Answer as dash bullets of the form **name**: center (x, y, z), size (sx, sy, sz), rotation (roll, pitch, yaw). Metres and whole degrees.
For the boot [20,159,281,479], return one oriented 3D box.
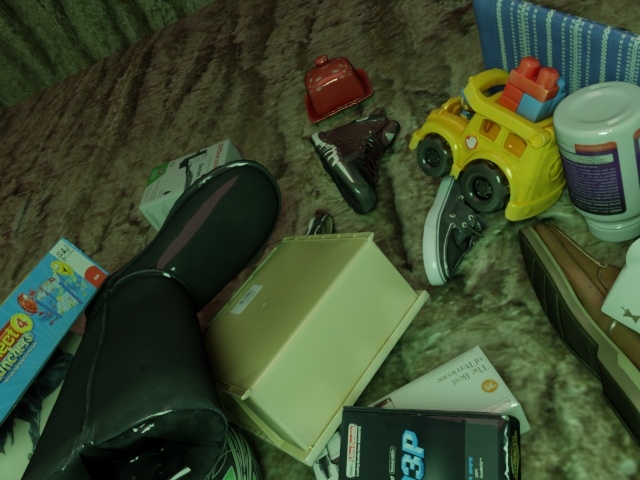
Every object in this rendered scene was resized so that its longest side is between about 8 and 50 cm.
- **boot**: center (-0.165, 0.089, 0.725), size (0.367, 0.146, 0.445), rotation (-46, 19, 5)

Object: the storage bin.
- **storage bin**: center (-0.041, 0.124, 0.825), size (0.262, 0.123, 0.260), rotation (-51, 24, -23)

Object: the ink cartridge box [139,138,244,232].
- **ink cartridge box**: center (-0.274, -0.120, 1.337), size (0.208, 0.087, 0.153), rotation (-19, 39, 15)

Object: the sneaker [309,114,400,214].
- **sneaker**: center (0.087, -0.165, 1.127), size (0.163, 0.106, 0.281), rotation (-28, 36, 0)

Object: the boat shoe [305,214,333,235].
- **boat shoe**: center (0.000, 0.000, 1.048), size (0.038, 0.046, 0.125), rotation (-20, 30, 22)

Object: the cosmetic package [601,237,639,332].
- **cosmetic package**: center (0.451, -0.056, 0.595), size (0.155, 0.197, 0.365), rotation (34, 59, 26)

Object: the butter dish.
- **butter dish**: center (0.022, -0.366, 1.387), size (0.160, 0.118, 0.159), rotation (-24, 38, 10)

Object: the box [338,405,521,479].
- **box**: center (0.101, 0.276, 0.586), size (0.175, 0.051, 0.220), rotation (-5, 70, 29)

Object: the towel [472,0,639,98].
- **towel**: center (0.359, -0.208, 0.812), size (0.336, 0.243, 0.040), rotation (34, 80, 33)

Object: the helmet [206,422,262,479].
- **helmet**: center (-0.147, 0.295, 0.716), size (0.161, 0.169, 0.169), rotation (-52, 39, 0)

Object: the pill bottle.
- **pill bottle**: center (0.366, -0.092, 0.773), size (0.108, 0.193, 0.108), rotation (-19, 38, 15)

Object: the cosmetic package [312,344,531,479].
- **cosmetic package**: center (0.107, 0.224, 0.703), size (0.239, 0.060, 0.099), rotation (-30, 38, 2)

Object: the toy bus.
- **toy bus**: center (0.254, -0.169, 0.864), size (0.149, 0.211, 0.220), rotation (-26, 51, -32)

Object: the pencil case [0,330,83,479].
- **pencil case**: center (-0.419, 0.317, 0.865), size (0.160, 0.183, 0.410), rotation (12, 48, 16)

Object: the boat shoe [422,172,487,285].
- **boat shoe**: center (0.210, -0.025, 0.909), size (0.076, 0.080, 0.228), rotation (-6, 35, 30)

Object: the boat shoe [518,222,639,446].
- **boat shoe**: center (0.329, 0.087, 0.680), size (0.105, 0.110, 0.307), rotation (-23, 47, 4)

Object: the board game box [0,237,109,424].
- **board game box**: center (-0.463, 0.181, 0.824), size (0.308, 0.086, 0.302), rotation (-36, 21, 28)
